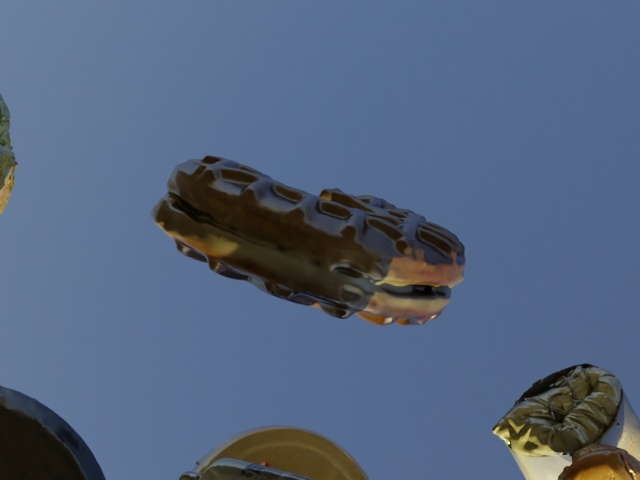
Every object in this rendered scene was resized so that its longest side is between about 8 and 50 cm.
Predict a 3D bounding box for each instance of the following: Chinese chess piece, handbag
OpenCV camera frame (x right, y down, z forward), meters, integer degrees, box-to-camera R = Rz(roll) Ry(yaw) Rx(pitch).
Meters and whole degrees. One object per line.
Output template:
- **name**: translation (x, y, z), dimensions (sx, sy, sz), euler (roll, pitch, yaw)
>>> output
- **Chinese chess piece**: translation (-0.047, 0.337, 1.384), dimensions (0.097, 0.251, 0.251), euler (120, -39, -61)
- **handbag**: translation (0.233, 0.188, 1.060), dimensions (0.117, 0.173, 0.095), euler (-40, -145, -8)

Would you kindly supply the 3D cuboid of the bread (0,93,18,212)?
- **bread**: translation (-0.350, -0.075, 0.857), dimensions (0.124, 0.257, 0.186), euler (114, -2, -60)

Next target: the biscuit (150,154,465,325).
- **biscuit**: translation (0.018, 0.007, 1.315), dimensions (0.268, 0.366, 0.115), euler (27, -77, 42)

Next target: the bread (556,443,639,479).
- **bread**: translation (0.232, 0.204, 0.976), dimensions (0.081, 0.046, 0.083), euler (-18, -72, 0)

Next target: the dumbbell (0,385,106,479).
- **dumbbell**: translation (-0.270, 0.221, 0.898), dimensions (0.322, 0.203, 0.204), euler (140, -48, -70)

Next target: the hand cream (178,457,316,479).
- **hand cream**: translation (-0.002, 0.278, 1.147), dimensions (0.340, 0.124, 0.078), euler (11, -62, 33)
